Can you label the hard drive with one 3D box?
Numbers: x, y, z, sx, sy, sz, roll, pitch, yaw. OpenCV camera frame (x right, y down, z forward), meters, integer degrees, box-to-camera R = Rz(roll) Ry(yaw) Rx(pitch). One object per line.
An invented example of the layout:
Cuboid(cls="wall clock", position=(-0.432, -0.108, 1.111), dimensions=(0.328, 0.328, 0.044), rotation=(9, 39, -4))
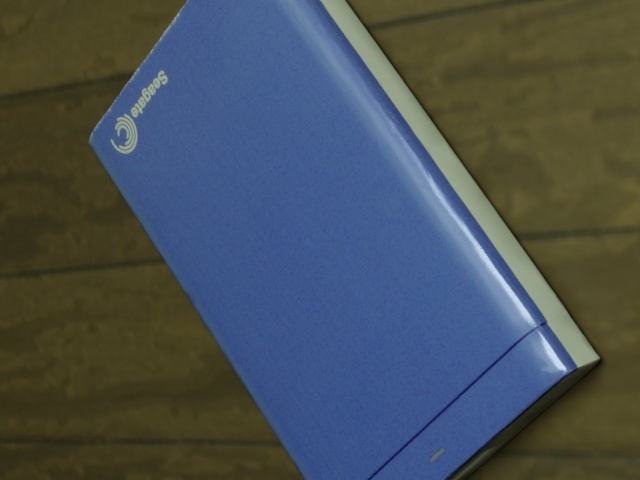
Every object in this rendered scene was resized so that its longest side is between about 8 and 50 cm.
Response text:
Cuboid(cls="hard drive", position=(0.000, 0.000, 1.074), dimensions=(0.318, 0.040, 0.210), rotation=(56, 130, 17))
